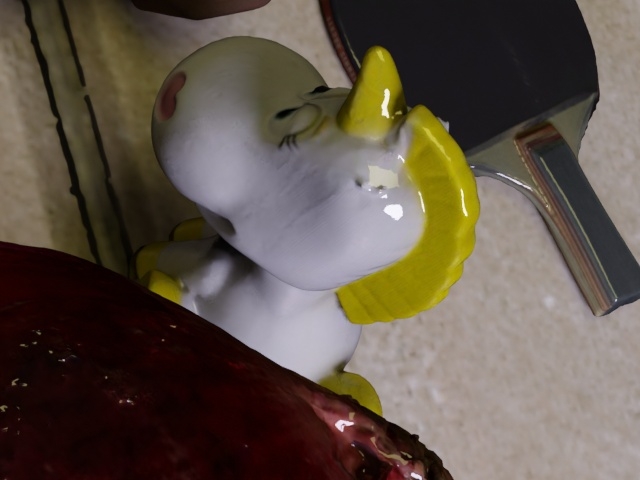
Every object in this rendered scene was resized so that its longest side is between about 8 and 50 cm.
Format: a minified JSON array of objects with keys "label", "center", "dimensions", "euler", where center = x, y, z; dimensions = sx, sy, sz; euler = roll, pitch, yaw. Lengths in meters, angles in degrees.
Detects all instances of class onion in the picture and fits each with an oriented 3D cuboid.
[{"label":"onion","center":[-0.079,0.124,0.529],"dimensions":[0.276,0.276,0.276],"euler":[11,65,-25]}]

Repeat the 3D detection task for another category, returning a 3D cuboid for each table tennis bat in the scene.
[{"label":"table tennis bat","center":[0.078,-0.066,0.848],"dimensions":[0.130,0.019,0.220],"euler":[-25,81,-33]}]

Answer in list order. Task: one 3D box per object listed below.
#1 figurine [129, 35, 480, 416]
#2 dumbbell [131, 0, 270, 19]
[{"label":"figurine","center":[-0.004,-0.007,0.687],"dimensions":[0.109,0.178,0.129],"euler":[-24,55,-39]},{"label":"dumbbell","center":[-0.121,-0.113,0.717],"dimensions":[0.231,0.092,0.082],"euler":[-15,48,-33]}]
